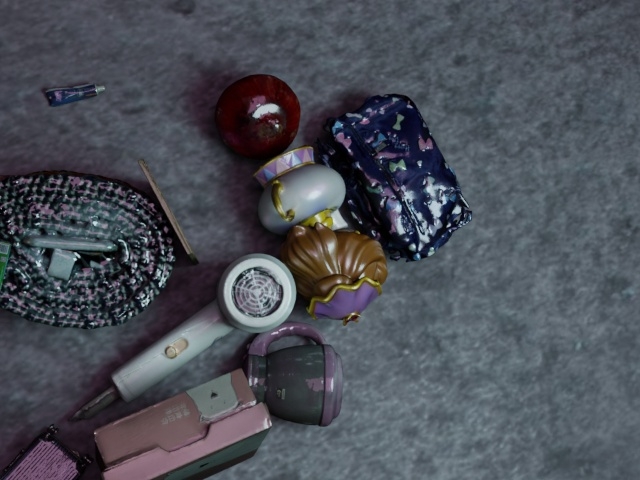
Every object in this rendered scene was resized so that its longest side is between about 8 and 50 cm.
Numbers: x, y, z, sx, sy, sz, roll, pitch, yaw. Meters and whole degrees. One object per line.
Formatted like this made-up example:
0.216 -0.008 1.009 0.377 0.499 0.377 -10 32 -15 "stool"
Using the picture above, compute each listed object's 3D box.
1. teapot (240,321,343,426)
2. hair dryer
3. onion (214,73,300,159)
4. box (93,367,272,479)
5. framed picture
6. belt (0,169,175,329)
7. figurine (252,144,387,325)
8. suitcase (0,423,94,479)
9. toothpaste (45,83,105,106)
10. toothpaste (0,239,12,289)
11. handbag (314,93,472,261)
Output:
-0.044 0.188 1.292 0.146 0.116 0.148 3 81 -5 "teapot"
-0.192 0.147 1.245 0.357 0.173 0.107 -37 89 -7 "hair dryer"
-0.091 -0.183 1.351 0.131 0.131 0.131 3 78 -16 "onion"
-0.185 0.266 1.182 0.215 0.215 0.086 -20 72 -19 "box"
-0.205 -0.033 1.243 0.010 0.201 0.136 -27 88 -7 "framed picture"
-0.345 0.010 1.217 0.295 0.160 0.207 1 95 -11 "belt"
0.000 0.000 1.320 0.189 0.142 0.263 -8 69 -61 "figurine"
-0.369 0.313 1.194 0.086 0.059 0.126 42 71 -3 "suitcase"
-0.358 -0.216 1.333 0.083 0.019 0.027 -15 100 -15 "toothpaste"
-0.399 0.041 1.118 0.020 0.017 0.083 14 93 -14 "toothpaste"
0.110 -0.094 1.397 0.162 0.113 0.260 -29 87 -25 "handbag"
